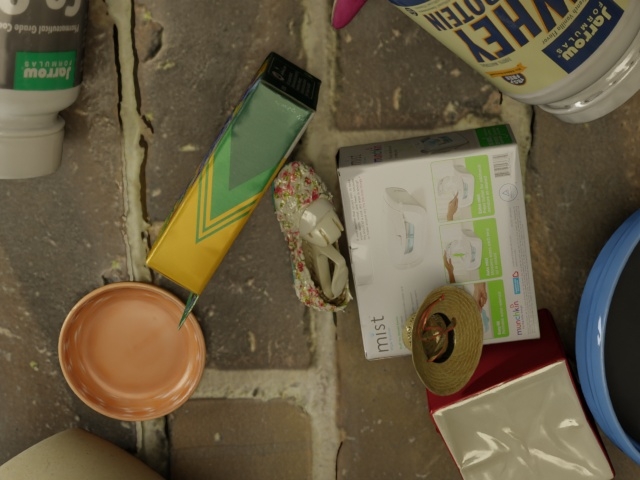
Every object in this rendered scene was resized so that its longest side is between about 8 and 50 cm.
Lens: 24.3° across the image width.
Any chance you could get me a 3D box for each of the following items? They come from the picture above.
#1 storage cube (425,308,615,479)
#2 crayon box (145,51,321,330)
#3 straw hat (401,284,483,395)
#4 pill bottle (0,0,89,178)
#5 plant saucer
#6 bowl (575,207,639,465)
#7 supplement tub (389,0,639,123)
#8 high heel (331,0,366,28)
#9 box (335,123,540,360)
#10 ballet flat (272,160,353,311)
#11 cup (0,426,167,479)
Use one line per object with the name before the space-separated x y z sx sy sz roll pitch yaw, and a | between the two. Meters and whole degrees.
storage cube | 0.253 0.231 1.943 0.215 0.193 0.184 -22 105 7
crayon box | -0.119 -0.067 1.857 0.083 0.203 0.323 30 105 -7
straw hat | 0.136 0.119 1.850 0.061 0.144 0.145 6 112 43
pill bottle | -0.385 -0.271 1.804 0.204 0.204 0.361 8 107 -1
plant saucer | -0.253 0.147 2.011 0.199 0.037 0.200 0 106 1
bowl | 0.491 0.117 1.878 0.391 0.077 0.391 -2 95 -26
supplement tub | 0.234 -0.305 1.730 0.325 0.235 0.235 34 105 -28
high heel | 0.104 -0.357 1.833 0.117 0.082 0.244 26 95 -2
box | 0.151 0.003 1.911 0.231 0.127 0.262 -8 107 5
ballet flat | 0.000 0.000 1.899 0.091 0.077 0.241 -40 140 -24
cup | -0.328 0.391 1.968 0.331 0.331 0.237 -35 79 11
